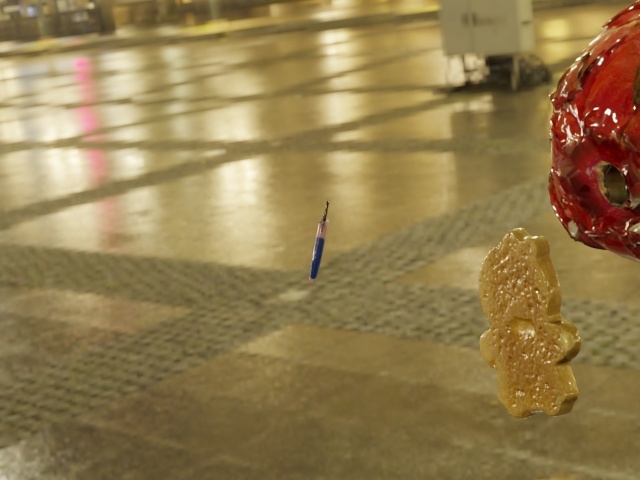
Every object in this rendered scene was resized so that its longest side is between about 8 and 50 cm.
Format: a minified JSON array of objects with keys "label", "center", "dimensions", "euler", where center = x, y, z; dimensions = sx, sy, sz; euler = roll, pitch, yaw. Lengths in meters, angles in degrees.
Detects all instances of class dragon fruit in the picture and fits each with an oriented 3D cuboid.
[{"label":"dragon fruit","center":[0.387,-0.115,1.265],"dimensions":[0.302,0.295,0.296],"euler":[-30,23,-32]}]

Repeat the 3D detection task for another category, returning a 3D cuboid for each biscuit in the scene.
[{"label":"biscuit","center":[0.246,0.099,1.400],"dimensions":[0.036,0.225,0.166],"euler":[-8,-7,-31]}]

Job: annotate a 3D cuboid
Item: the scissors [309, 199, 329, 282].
[{"label":"scissors","center":[0.000,0.000,1.563],"dimensions":[0.012,0.113,0.039],"euler":[12,20,2]}]
